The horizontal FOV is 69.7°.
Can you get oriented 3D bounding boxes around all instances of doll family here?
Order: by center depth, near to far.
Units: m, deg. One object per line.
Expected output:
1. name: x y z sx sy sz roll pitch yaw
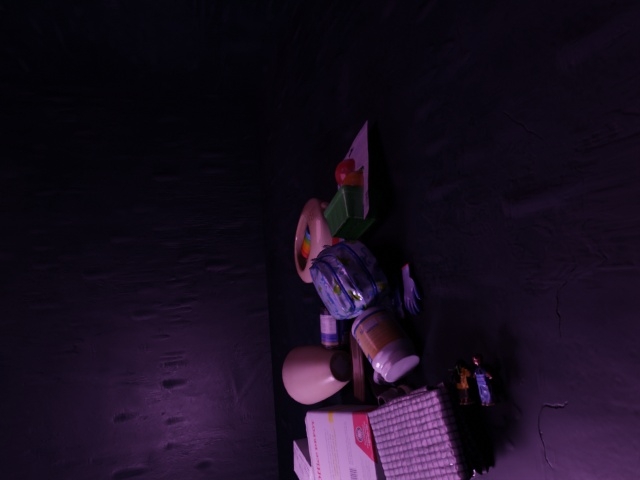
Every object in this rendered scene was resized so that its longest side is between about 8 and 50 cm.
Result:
1. doll family: 0.361 0.328 1.085 0.193 0.075 0.112 141 129 -62

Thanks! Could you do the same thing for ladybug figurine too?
1. ladybug figurine: 0.000 0.000 1.982 0.449 0.161 0.305 110 152 -51

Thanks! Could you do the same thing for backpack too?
1. backpack: 0.095 0.135 1.560 0.355 0.273 0.290 -29 86 60

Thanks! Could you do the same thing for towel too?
1. towel: 0.269 0.512 1.181 0.283 0.121 0.235 -42 51 42

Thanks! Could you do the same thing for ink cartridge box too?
1. ink cartridge box: 0.125 0.716 1.572 0.384 0.160 0.280 -27 67 53

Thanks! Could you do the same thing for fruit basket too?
1. fruit basket: 0.126 -0.193 1.657 0.327 0.165 0.353 125 154 -62

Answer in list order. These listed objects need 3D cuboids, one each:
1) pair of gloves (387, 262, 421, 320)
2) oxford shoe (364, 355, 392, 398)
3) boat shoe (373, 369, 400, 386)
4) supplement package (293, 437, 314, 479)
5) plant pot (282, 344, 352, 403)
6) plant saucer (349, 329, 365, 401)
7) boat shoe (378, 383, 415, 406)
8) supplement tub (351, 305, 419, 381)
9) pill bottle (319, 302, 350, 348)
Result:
1. pair of gloves: 0.260 0.166 1.440 0.198 0.023 0.160 126 139 -64
2. oxford shoe: 0.204 0.472 1.593 0.076 0.076 0.212 51 -162 -35
3. boat shoe: 0.232 0.385 1.511 0.083 0.065 0.184 -3 74 43
4. supplement package: 0.013 0.987 2.020 0.262 0.203 0.145 -176 86 -72
5. plant pot: 0.014 0.551 1.946 0.274 0.256 0.257 -32 61 51
6. plant saucer: 0.134 0.453 1.699 0.278 0.041 0.278 -3 -90 -90
7. boat shoe: 0.252 0.612 1.353 0.132 0.130 0.356 110 152 -51
8. supplement tub: 0.200 0.318 1.423 0.200 0.144 0.144 56 145 42
9. pill bottle: 0.060 0.332 1.914 0.123 0.122 0.220 172 95 -72
